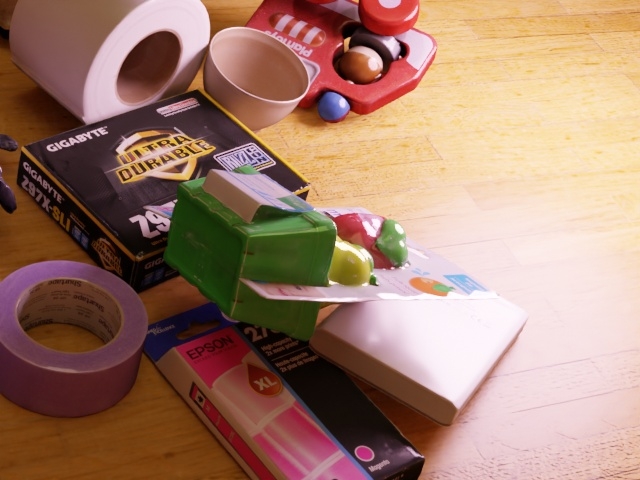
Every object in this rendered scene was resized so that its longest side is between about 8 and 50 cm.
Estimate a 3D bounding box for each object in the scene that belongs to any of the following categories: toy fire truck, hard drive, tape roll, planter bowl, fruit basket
[{"bbox_3d":[0.018,-0.308,2.248,0.302,0.169,0.254,27,64,12],"label":"toy fire truck"},{"bbox_3d":[0.137,0.116,1.819,0.203,0.040,0.307,29,29,13],"label":"hard drive"},{"bbox_3d":[-0.306,0.116,1.670,0.189,0.080,0.189,10,40,-9],"label":"tape roll"},{"bbox_3d":[-0.110,-0.229,2.111,0.162,0.109,0.162,17,42,-16],"label":"planter bowl"},{"bbox_3d":[0.000,0.000,1.748,0.353,0.166,0.327,-5,24,-31],"label":"fruit basket"},{"bbox_3d":[-0.303,-0.293,2.018,0.169,0.246,0.246,38,43,23],"label":"tape roll"}]

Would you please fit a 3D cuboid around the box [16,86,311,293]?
[{"bbox_3d":[-0.214,-0.078,1.933,0.322,0.079,0.257,-24,57,-40],"label":"box"}]

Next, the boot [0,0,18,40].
[{"bbox_3d":[-0.370,-0.346,2.196,0.305,0.112,0.115,7,70,-20],"label":"boot"}]

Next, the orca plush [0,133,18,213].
[{"bbox_3d":[-0.480,-0.104,1.860,0.151,0.102,0.287,17,19,-48],"label":"orca plush"}]

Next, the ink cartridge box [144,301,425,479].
[{"bbox_3d":[-0.058,0.188,1.697,0.175,0.069,0.371,-20,50,-37],"label":"ink cartridge box"}]
